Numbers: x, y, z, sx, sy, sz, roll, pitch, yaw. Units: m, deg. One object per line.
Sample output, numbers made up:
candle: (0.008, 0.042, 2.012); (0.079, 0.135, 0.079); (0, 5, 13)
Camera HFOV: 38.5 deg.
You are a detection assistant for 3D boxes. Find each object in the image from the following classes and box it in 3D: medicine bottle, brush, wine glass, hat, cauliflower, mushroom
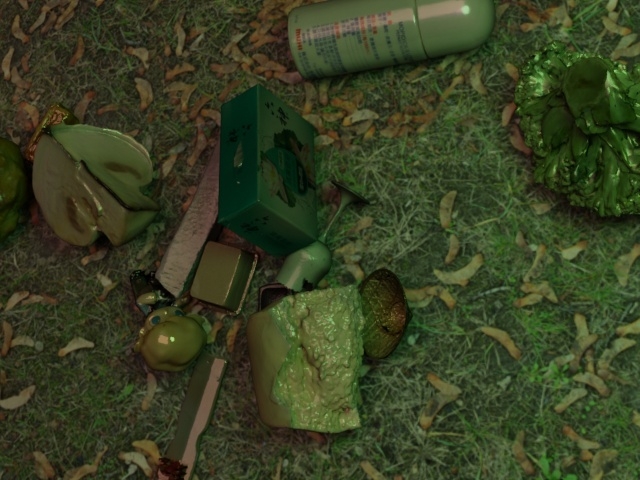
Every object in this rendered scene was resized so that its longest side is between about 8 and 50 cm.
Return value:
medicine bottle: (0.124, -0.361, 1.546); (0.340, 0.130, 0.130); (-7, 75, 18)
brush: (-0.078, 0.167, 1.549); (0.062, 0.016, 0.194); (-4, 76, 17)
wine glass: (0.000, 0.000, 1.529); (0.079, 0.079, 0.195); (31, 89, 23)
hat: (0.122, 0.120, 1.472); (0.146, 0.067, 0.146); (-19, 68, 58)
brush: (-0.235, 0.346, 1.546); (0.060, 0.050, 0.321); (14, 81, 25)
cauliflower: (0.414, -0.175, 1.338); (0.275, 0.250, 0.272); (-1, 75, 24)
mushroom: (-0.398, -0.089, 1.677); (0.236, 0.162, 0.173); (44, 129, 11)

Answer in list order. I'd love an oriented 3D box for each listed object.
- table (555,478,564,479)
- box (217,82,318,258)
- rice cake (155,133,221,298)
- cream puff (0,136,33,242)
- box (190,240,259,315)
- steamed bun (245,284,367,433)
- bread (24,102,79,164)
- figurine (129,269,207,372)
table: (0.343, 0.396, 1.316); (0.062, 0.079, 0.083); (37, 93, 25)
box: (-0.086, -0.114, 1.505); (0.092, 0.153, 0.245); (-24, 53, 31)
rice cake: (-0.191, -0.071, 1.617); (0.072, 0.056, 0.365); (21, 82, 10)
cream puff: (-0.677, -0.114, 1.753); (0.281, 0.185, 0.282); (3, 117, 6)
box: (-0.169, 0.061, 1.582); (0.089, 0.062, 0.122); (15, 82, 22)
steamed bun: (-0.019, 0.194, 1.439); (0.200, 0.170, 0.226); (-12, 80, 14)
bread: (-0.519, -0.200, 1.761); (0.053, 0.074, 0.132); (30, 89, 4)
figurine: (-0.268, 0.133, 1.585); (0.108, 0.114, 0.196); (-43, 54, 29)
